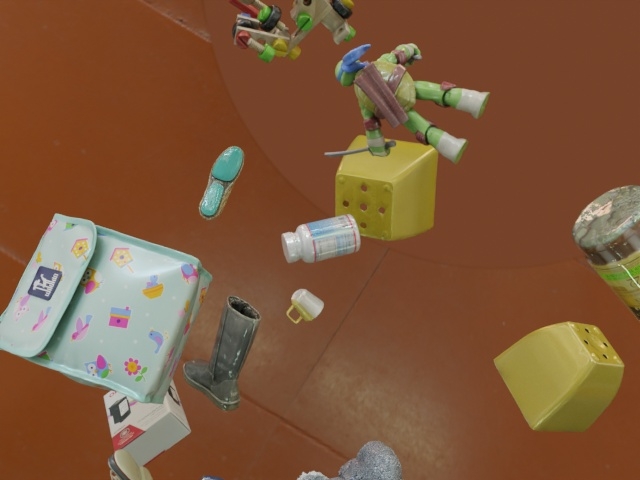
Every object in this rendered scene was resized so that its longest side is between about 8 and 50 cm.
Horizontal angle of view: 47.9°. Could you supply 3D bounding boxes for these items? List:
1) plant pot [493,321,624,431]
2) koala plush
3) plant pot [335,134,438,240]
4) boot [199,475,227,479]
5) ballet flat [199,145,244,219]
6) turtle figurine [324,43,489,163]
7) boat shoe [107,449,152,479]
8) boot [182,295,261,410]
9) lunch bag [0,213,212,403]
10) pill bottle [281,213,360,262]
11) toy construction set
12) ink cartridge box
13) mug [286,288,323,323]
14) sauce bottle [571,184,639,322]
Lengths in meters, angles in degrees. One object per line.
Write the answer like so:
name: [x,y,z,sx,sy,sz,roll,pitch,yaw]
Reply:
plant pot: [0.232,0.122,0.675,0.081,0.081,0.083,12,128,-34]
koala plush: [0.064,0.548,1.545,0.221,0.196,0.203,-15,129,-16]
plant pot: [0.137,-0.109,1.682,0.212,0.187,0.212,12,117,26]
boot: [-0.116,0.444,1.154,0.189,0.069,0.086,17,142,20]
ballet flat: [-0.254,-0.143,1.833,0.073,0.067,0.206,25,74,2]
turtle figurine: [0.162,-0.251,1.334,0.266,0.198,0.275,27,155,13]
boat shoe: [-0.308,0.371,1.139,0.043,0.049,0.137,-19,146,-2]
boot: [-0.200,0.209,1.437,0.189,0.076,0.209,24,115,39]
lunch bag: [-0.322,0.096,1.057,0.262,0.160,0.224,20,77,3]
pill bottle: [0.000,0.000,1.567,0.160,0.087,0.087,-13,109,-12]
toy construction set: [-0.062,-0.513,1.681,0.237,0.309,0.258,27,96,-31]
ink cartridge box: [-0.338,0.333,1.387,0.127,0.175,0.072,-36,124,-4]
mug: [-0.039,0.154,1.707,0.064,0.078,0.062,46,147,-23]
sauce bottle: [0.460,0.084,0.905,0.111,0.111,0.344,-40,105,23]
